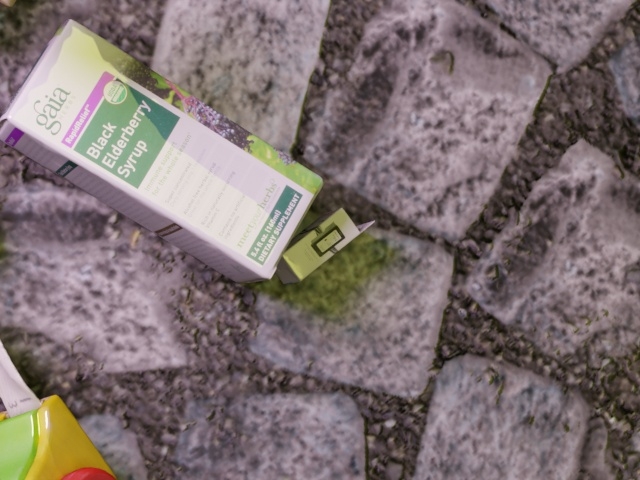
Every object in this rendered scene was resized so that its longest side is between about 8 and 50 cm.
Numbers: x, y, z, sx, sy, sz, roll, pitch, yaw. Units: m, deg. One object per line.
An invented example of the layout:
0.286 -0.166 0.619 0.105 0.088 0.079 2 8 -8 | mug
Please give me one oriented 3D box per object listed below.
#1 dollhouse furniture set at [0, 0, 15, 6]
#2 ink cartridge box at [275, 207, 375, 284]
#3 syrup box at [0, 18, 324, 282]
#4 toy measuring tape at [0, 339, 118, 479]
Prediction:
-0.345 -0.323 0.988 0.303 0.286 0.198 35 74 -41 | dollhouse furniture set
0.000 0.000 1.228 0.083 0.048 0.028 -38 97 -18 | ink cartridge box
-0.128 -0.066 1.168 0.237 0.096 0.093 32 77 -14 | syrup box
-0.233 0.162 1.088 0.121 0.121 0.330 -37 108 -17 | toy measuring tape
